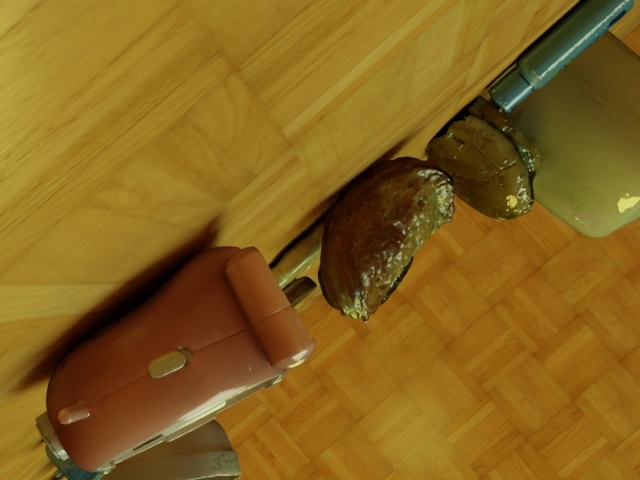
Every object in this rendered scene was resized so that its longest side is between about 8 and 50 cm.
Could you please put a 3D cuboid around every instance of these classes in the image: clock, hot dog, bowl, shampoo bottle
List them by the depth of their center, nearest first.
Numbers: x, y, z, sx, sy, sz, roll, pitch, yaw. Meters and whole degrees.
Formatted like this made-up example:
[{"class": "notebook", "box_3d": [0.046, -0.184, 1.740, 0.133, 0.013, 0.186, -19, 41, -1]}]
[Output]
[{"class": "clock", "box_3d": [-0.150, 0.115, 0.753, 0.241, 0.142, 0.227, -29, 171, -16]}, {"class": "hot dog", "box_3d": [0.081, -0.007, 1.158, 0.259, 0.114, 0.175, -47, 148, -23]}, {"class": "shampoo bottle", "box_3d": [0.385, -0.310, 1.304, 0.258, 0.061, 0.104, -41, 173, 12]}, {"class": "bowl", "box_3d": [-0.293, 0.379, 1.444, 0.287, 0.144, 0.287, -9, 160, -3]}]

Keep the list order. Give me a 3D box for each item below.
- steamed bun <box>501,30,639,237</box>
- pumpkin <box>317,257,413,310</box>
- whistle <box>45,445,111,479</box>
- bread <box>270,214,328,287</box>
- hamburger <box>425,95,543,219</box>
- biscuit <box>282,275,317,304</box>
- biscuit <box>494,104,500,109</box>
[{"class": "steamed bun", "box_3d": [0.533, -0.188, 1.614, 0.290, 0.371, 0.456, -43, 171, -4]}, {"class": "pumpkin", "box_3d": [0.078, 0.042, 1.617, 0.219, 0.162, 0.219, -49, -162, 21]}, {"class": "whistle", "box_3d": [-0.272, 0.230, 1.066, 0.269, 0.093, 0.180, -48, 173, 15]}, {"class": "bread", "box_3d": [0.000, 0.000, 1.277, 0.251, 0.039, 0.182, -41, 174, 5]}, {"class": "hamburger", "box_3d": [0.309, -0.131, 1.468, 0.132, 0.211, 0.309, -45, 173, -3]}, {"class": "biscuit", "box_3d": [-0.095, 0.140, 1.691, 0.208, 0.049, 0.181, -32, 171, -46]}, {"class": "biscuit", "box_3d": [0.338, -0.255, 1.666, 0.082, 0.016, 0.092, -38, 176, 10]}]
